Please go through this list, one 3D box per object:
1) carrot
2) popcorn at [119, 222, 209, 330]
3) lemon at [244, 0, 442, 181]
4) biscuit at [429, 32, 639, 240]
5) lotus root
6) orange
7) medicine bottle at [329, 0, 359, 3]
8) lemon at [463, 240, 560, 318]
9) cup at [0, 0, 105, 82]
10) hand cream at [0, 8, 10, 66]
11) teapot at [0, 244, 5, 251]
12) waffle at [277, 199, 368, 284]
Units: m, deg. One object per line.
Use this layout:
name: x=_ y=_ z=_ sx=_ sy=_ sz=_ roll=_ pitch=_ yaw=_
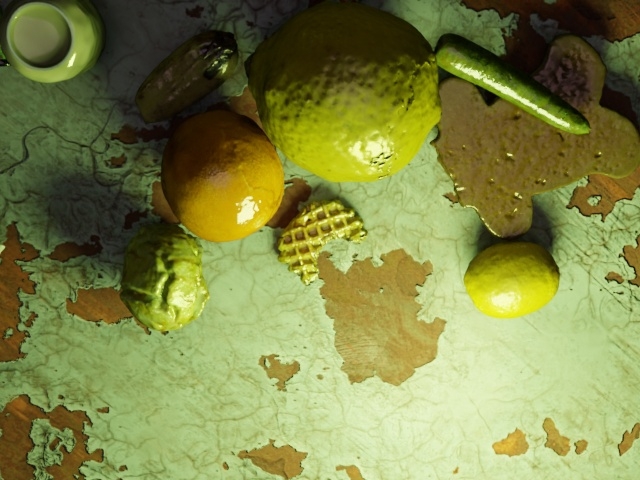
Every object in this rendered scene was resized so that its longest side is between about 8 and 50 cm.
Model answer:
carrot: x=0.385 y=-0.304 z=1.816 sx=0.359 sy=0.074 sz=0.074 roll=27 pitch=102 yaw=-8
popcorn: x=-0.321 y=0.075 z=1.887 sx=0.184 sy=0.204 sz=0.221 roll=-5 pitch=85 yaw=-26
lemon: x=0.042 y=-0.282 z=1.741 sx=0.387 sy=0.350 sz=0.349 roll=13 pitch=104 yaw=10
biscuit: x=0.430 y=-0.226 z=1.906 sx=0.394 sy=0.076 sz=0.368 roll=-30 pitch=99 yaw=3
lotus root: x=-0.268 y=-0.331 z=1.847 sx=0.258 sy=0.097 sz=0.110 roll=-33 pitch=96 yaw=14
orange: x=-0.196 y=-0.127 z=1.816 sx=0.261 sy=0.261 sz=0.261 roll=0 pitch=104 yaw=-2
medicine bottle: x=0.081 y=-0.559 z=1.776 sx=0.225 sy=0.139 sz=0.139 roll=-40 pitch=102 yaw=8
lemon: x=0.405 y=0.081 z=1.934 sx=0.207 sy=0.170 sz=0.170 roll=-15 pitch=104 yaw=0
cup: x=-0.481 y=-0.420 z=1.760 sx=0.255 sy=0.202 sz=0.173 roll=-41 pitch=101 yaw=7
hand cream: x=-0.648 y=-0.411 z=1.848 sx=0.036 sy=0.023 sz=0.121 roll=-5 pitch=106 yaw=-12
teapot: x=-0.799 y=0.108 z=1.876 sx=0.424 sy=0.252 sz=0.279 roll=-17 pitch=69 yaw=25
waffle: x=0.000 y=0.000 z=1.958 sx=0.149 sy=0.051 sz=0.194 roll=39 pitch=99 yaw=-9
